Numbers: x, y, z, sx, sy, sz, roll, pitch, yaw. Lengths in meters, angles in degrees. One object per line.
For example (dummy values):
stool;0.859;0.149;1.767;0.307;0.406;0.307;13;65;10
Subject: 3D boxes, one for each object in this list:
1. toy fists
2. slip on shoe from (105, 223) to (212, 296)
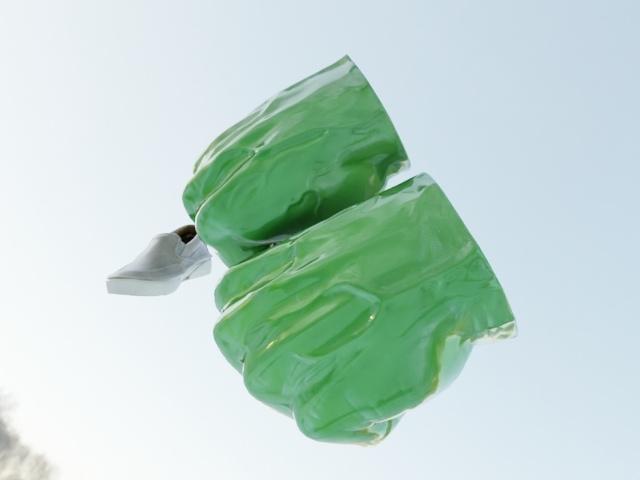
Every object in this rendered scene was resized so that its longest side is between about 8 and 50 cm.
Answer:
toy fists;0.000;0.000;0.489;0.096;0.142;0.279;60;4;-42
slip on shoe;-0.121;0.014;0.628;0.051;0.135;0.041;3;-82;19
